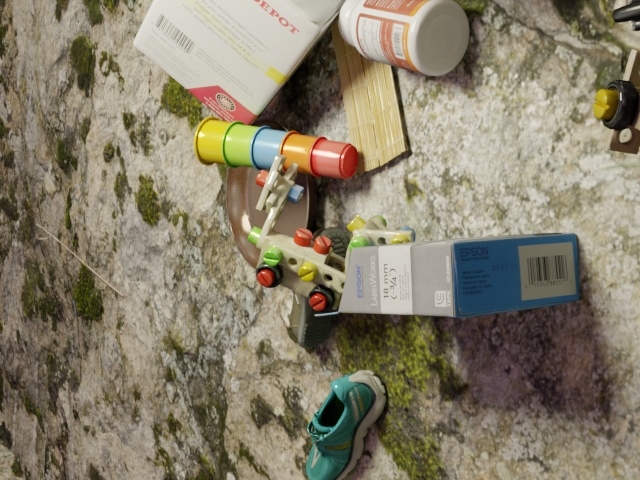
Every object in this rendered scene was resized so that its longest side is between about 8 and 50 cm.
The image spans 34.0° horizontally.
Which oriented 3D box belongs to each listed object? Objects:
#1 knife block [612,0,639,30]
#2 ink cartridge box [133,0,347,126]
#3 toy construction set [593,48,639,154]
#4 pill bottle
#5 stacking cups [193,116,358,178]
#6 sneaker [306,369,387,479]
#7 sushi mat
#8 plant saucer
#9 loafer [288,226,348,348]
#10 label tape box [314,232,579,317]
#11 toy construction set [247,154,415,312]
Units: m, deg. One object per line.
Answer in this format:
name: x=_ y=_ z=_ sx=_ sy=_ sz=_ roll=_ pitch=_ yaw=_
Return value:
knife block: x=0.470 y=-0.304 z=1.227 sx=0.276 sy=0.088 sz=0.242 roll=56 pitch=136 yaw=36
ink cartridge box: x=-0.139 y=-0.409 z=1.887 sx=0.279 sy=0.160 sz=0.384 roll=41 pitch=146 yaw=-6
toy construction set: x=0.452 y=-0.101 z=1.209 sx=0.237 sy=0.257 sz=0.309 roll=-136 pitch=27 yaw=-67
pill bottle: x=0.127 y=-0.341 z=1.684 sx=0.216 sy=0.121 sz=0.121 roll=28 pitch=115 yaw=50
stacking cups: x=-0.084 y=-0.159 z=1.912 sx=0.316 sy=0.096 sz=0.096 roll=14 pitch=105 yaw=31
sneaker: x=0.020 y=0.342 z=1.910 sx=0.107 sy=0.110 sz=0.275 roll=51 pitch=132 yaw=40
sushi mat: x=0.082 y=-0.283 z=1.846 sx=0.151 sy=0.019 sz=0.316 roll=-20 pitch=77 yaw=53
plant saucer: x=-0.093 y=-0.088 z=2.090 sx=0.310 sy=0.050 sz=0.311 roll=6 pitch=98 yaw=56
loafer: x=-0.018 y=0.081 z=1.955 sx=0.087 sy=0.094 sz=0.251 roll=38 pitch=124 yaw=42
label tape box: x=0.174 y=0.052 z=1.547 sx=0.333 sy=0.240 sz=0.106 roll=-5 pitch=89 yaw=55
toy construction set: x=0.000 y=0.000 z=1.789 sx=0.327 sy=0.151 sz=0.215 roll=33 pitch=125 yaw=22
